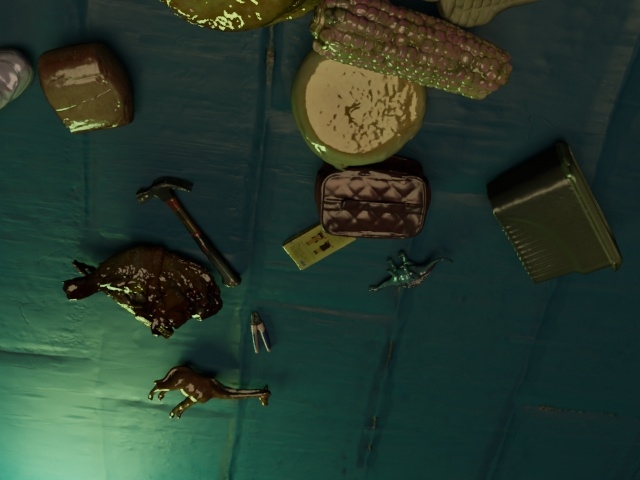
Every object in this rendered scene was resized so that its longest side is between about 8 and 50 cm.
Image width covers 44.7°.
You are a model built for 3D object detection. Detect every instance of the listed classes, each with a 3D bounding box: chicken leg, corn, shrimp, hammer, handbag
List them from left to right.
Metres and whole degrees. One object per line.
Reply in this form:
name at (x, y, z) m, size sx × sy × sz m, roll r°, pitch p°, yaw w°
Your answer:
shrimp at (-0.413, 0.114, 1.669) m, size 0.262 × 0.117 × 0.066 m, roll 39°, pitch 78°, yaw -17°
chicken leg at (-0.362, 0.099, 1.629) m, size 0.322 × 0.177 × 0.083 m, roll 26°, pitch 153°, yaw -14°
hammer at (-0.258, -0.011, 1.627) m, size 0.111 × 0.033 × 0.288 m, roll -25°, pitch 117°, yaw 16°
handbag at (0.100, -0.086, 1.516) m, size 0.224 × 0.135 × 0.147 m, roll 5°, pitch 116°, yaw 0°
corn at (0.146, -0.321, 1.263) m, size 0.335 × 0.127 × 0.127 m, roll 13°, pitch 120°, yaw -11°

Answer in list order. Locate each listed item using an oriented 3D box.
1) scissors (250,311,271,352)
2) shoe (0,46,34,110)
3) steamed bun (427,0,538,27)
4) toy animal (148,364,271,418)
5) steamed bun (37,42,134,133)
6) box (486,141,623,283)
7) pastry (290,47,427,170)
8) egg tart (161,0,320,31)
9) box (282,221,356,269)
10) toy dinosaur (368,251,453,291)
scissors at (-0.140, 0.209, 1.766) m, size 0.039 × 0.012 × 0.113 m, roll -8°, pitch 120°, yaw 6°
shoe at (-0.635, -0.256, 1.431) m, size 0.245 × 0.138 × 0.095 m, roll -33°, pitch 119°, yaw 19°
steamed bun at (0.256, -0.522, 1.197) m, size 0.394 × 0.238 × 0.346 m, roll -2°, pitch 151°, yaw -31°
toy animal at (-0.259, 0.361, 1.830) m, size 0.229 × 0.066 × 0.224 m, roll -35°, pitch 114°, yaw 14°
steamed bun at (-0.423, -0.284, 1.433) m, size 0.144 × 0.106 × 0.175 m, roll -13°, pitch 133°, yaw 3°
box at (0.462, -0.039, 1.544) m, size 0.178 × 0.138 × 0.274 m, roll -24°, pitch 115°, yaw 21°
pastry at (0.072, -0.256, 1.402) m, size 0.264 × 0.133 × 0.265 m, roll -1°, pitch 108°, yaw -2°
egg tart at (-0.143, -0.465, 1.183) m, size 0.442 × 0.178 × 0.443 m, roll 3°, pitch 150°, yaw 2°
box at (0.000, 0.000, 1.634) m, size 0.149 × 0.020 × 0.073 m, roll -29°, pitch 115°, yaw 17°
toy dinosaur at (0.184, 0.066, 1.657) m, size 0.197 × 0.045 × 0.080 m, roll -22°, pitch 131°, yaw 22°
